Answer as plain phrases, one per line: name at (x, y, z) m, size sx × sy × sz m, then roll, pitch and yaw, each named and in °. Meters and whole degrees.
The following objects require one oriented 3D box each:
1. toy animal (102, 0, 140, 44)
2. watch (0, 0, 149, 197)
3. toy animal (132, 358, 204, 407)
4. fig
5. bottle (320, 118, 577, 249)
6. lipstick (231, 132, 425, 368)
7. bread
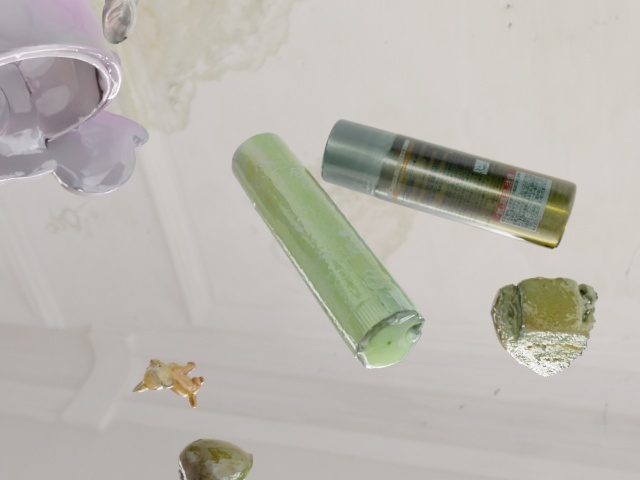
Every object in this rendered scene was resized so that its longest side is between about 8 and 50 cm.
toy animal at (-0.161, -0.236, 0.650) m, size 0.085 × 0.071 × 0.124 m, roll -24°, pitch -60°, yaw 6°
watch at (-0.281, -0.161, 0.809) m, size 0.217 × 0.248 × 0.211 m, roll -42°, pitch -113°, yaw 55°
toy animal at (-0.201, 0.192, 1.080) m, size 0.060 × 0.083 × 0.081 m, roll -10°, pitch -87°, yaw 31°
fig at (-0.119, 0.262, 0.933) m, size 0.088 × 0.074 × 0.074 m, roll -5°, pitch -47°, yaw -19°
bottle at (0.144, -0.068, 0.943) m, size 0.286 × 0.082 × 0.082 m, roll 17°, pitch -50°, yaw 9°
lipstick at (0.000, 0.000, 0.819) m, size 0.076 × 0.304 × 0.076 m, roll -19°, pitch -43°, yaw -18°
bread at (0.261, 0.103, 1.002) m, size 0.110 × 0.103 × 0.156 m, roll 10°, pitch -29°, yaw -1°
